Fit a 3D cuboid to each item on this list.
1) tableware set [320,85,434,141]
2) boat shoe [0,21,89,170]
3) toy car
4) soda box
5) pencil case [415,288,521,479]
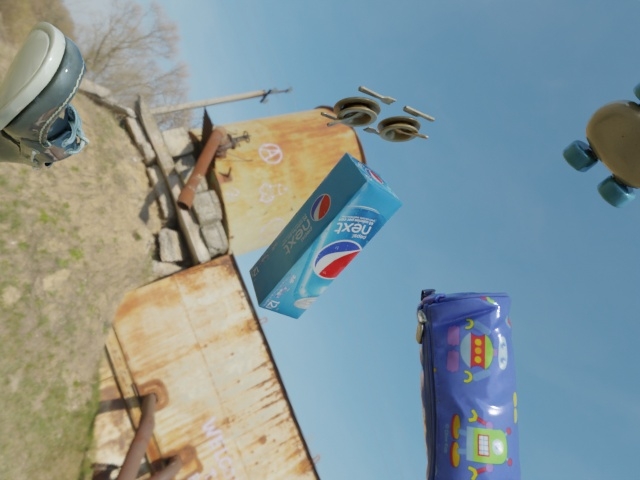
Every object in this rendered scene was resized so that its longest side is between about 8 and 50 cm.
[{"bbox_3d":[0.111,-0.221,0.815,0.128,0.194,0.039,-13,-109,55],"label":"tableware set"},{"bbox_3d":[-0.326,-0.150,0.507,0.319,0.099,0.117,-6,-113,44],"label":"boat shoe"},{"bbox_3d":[0.721,-0.222,0.950,0.210,0.237,0.219,55,-42,19],"label":"toy car"},{"bbox_3d":[0.000,0.000,0.537,0.210,0.067,0.071,-50,-142,20],"label":"soda box"},{"bbox_3d":[0.185,0.210,0.550,0.119,0.133,0.307,137,-44,-71],"label":"pencil case"}]
